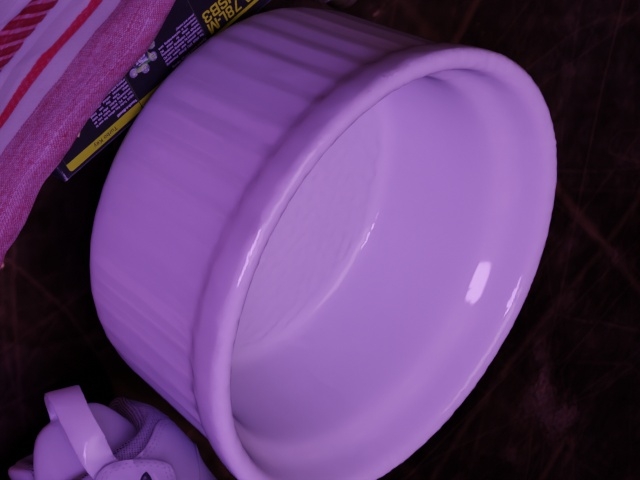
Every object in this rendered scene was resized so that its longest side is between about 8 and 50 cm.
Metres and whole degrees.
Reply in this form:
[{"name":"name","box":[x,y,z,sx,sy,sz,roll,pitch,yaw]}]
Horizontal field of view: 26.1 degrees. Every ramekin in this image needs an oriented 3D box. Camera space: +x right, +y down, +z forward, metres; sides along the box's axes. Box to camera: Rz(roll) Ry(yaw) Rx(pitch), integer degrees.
[{"name":"ramekin","box":[0.000,0.000,0.800,0.277,0.135,0.277,-30,135,-36]}]

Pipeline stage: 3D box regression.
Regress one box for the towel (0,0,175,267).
[{"name":"towel","box":[-0.166,-0.017,0.549,0.237,0.037,0.329,-54,178,20]}]

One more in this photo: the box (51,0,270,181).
[{"name":"box","box":[-0.118,-0.160,0.721,0.191,0.045,0.184,-46,134,-20]}]

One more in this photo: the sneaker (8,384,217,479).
[{"name":"sneaker","box":[-0.101,0.222,0.834,0.137,0.210,0.366,-35,161,-26]}]

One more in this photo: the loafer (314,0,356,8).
[{"name":"loafer","box":[-0.011,-0.203,0.794,0.050,0.056,0.148,-25,112,-32]}]
